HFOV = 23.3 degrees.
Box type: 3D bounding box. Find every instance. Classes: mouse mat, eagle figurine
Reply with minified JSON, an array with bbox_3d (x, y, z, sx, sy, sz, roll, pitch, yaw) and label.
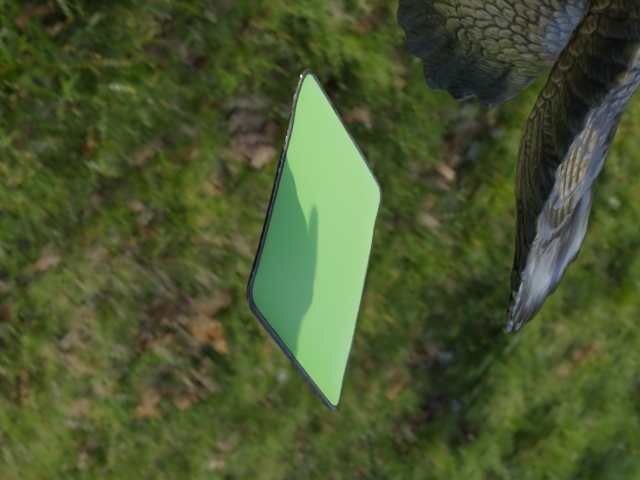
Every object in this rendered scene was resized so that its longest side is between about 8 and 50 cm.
[{"bbox_3d":[0.000,0.000,1.034,0.152,0.007,0.190,56,37,-48],"label":"mouse mat"},{"bbox_3d":[0.150,-0.117,0.774,0.298,0.225,0.226,-34,-174,27],"label":"eagle figurine"}]
